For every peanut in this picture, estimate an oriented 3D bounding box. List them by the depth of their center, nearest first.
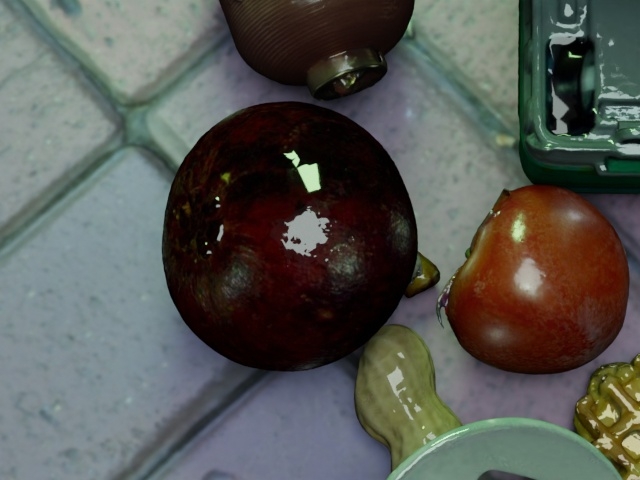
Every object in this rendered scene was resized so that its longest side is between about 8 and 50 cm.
[{"bbox_3d":[0.081,0.164,1.442,0.082,0.082,0.187,-22,78,-5],"label":"peanut"}]

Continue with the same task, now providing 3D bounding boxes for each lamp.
[{"bbox_3d":[-0.015,-0.241,1.499,0.180,0.180,0.258,-19,78,-4],"label":"lamp"}]

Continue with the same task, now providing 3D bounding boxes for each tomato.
[{"bbox_3d":[0.188,0.044,1.427,0.167,0.167,0.167,0,76,1],"label":"tomato"}]

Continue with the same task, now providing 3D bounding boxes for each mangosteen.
[{"bbox_3d":[0.000,0.000,1.428,0.261,0.235,0.235,9,73,-37],"label":"mangosteen"}]

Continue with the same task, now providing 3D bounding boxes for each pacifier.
[{"bbox_3d":[0.155,0.323,1.299,0.288,0.269,0.343,15,98,-19],"label":"pacifier"}]

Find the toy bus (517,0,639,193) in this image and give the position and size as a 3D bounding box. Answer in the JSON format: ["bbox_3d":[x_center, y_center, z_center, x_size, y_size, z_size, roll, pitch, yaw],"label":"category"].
[{"bbox_3d":[0.265,-0.205,1.465,0.183,0.199,0.343,2,76,4],"label":"toy bus"}]

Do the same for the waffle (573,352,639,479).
[{"bbox_3d":[0.340,0.194,1.447,0.238,0.059,0.243,0,74,4],"label":"waffle"}]
